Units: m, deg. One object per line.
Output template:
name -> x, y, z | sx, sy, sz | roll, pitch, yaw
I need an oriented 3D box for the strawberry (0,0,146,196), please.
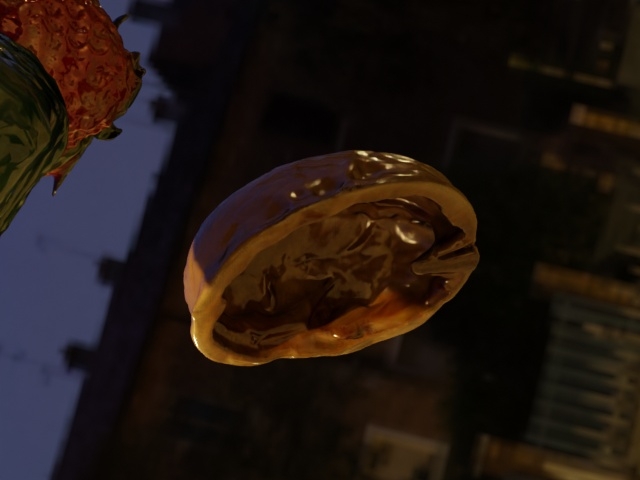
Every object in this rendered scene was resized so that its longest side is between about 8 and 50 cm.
strawberry -> -0.177, -0.101, 1.096 | 0.131, 0.148, 0.131 | -20, 64, 49

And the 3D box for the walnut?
walnut -> -0.002, -0.001, 1.248 | 0.087, 0.211, 0.167 | 61, 143, 32

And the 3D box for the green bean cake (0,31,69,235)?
green bean cake -> -0.264, -0.081, 0.815 | 0.169, 0.300, 0.308 | -53, 6, 2
